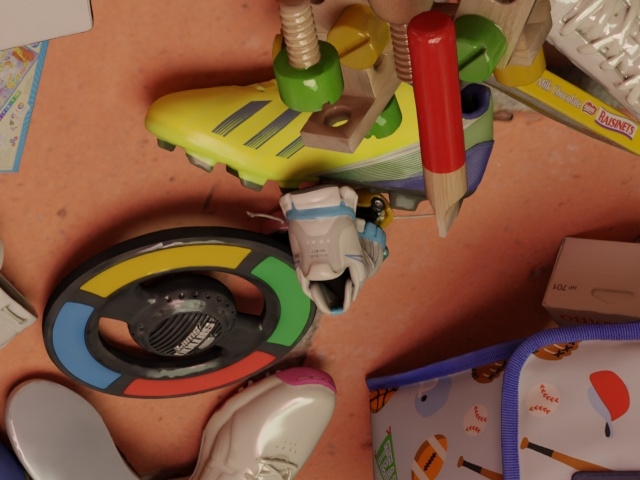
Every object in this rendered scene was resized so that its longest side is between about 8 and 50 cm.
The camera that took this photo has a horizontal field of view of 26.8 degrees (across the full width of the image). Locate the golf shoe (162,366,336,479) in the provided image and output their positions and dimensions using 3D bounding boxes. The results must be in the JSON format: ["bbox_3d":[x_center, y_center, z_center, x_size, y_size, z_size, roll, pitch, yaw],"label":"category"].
[{"bbox_3d":[-0.076,0.252,1.276,0.115,0.140,0.306,21,119,-38],"label":"golf shoe"}]

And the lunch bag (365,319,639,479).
[{"bbox_3d":[0.222,0.253,1.182,0.239,0.328,0.385,13,159,-38],"label":"lunch bag"}]

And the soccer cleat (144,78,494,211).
[{"bbox_3d":[0.005,-0.095,1.021,0.289,0.093,0.121,6,106,-28],"label":"soccer cleat"}]

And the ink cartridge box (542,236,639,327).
[{"bbox_3d":[0.316,0.080,1.290,0.191,0.139,0.082,48,57,-46],"label":"ink cartridge box"}]

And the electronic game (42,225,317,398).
[{"bbox_3d":[-0.114,0.064,1.112,0.229,0.048,0.229,-10,143,-8],"label":"electronic game"}]

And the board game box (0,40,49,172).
[{"bbox_3d":[-0.243,-0.100,0.893,0.103,0.026,0.154,-3,146,-25],"label":"board game box"}]

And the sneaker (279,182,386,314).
[{"bbox_3d":[0.009,0.020,1.031,0.071,0.083,0.190,-8,166,12],"label":"sneaker"}]

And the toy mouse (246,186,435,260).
[{"bbox_3d":[0.000,0.000,1.135,0.161,0.031,0.143,6,143,-24],"label":"toy mouse"}]

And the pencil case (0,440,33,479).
[{"bbox_3d":[-0.333,0.190,1.095,0.133,0.119,0.306,-48,140,-13],"label":"pencil case"}]

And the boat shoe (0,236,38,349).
[{"bbox_3d":[-0.272,0.011,0.988,0.076,0.083,0.226,-31,153,-11],"label":"boat shoe"}]

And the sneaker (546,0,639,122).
[{"bbox_3d":[0.238,-0.164,1.004,0.305,0.152,0.114,25,119,-40],"label":"sneaker"}]

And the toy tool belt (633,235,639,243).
[{"bbox_3d":[0.346,0.005,1.312,0.083,0.052,0.051,-30,166,5],"label":"toy tool belt"}]

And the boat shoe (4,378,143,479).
[{"bbox_3d":[-0.206,0.207,1.202,0.228,0.076,0.080,48,69,-26],"label":"boat shoe"}]

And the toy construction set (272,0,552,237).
[{"bbox_3d":[0.058,-0.122,0.825,0.257,0.309,0.237,-4,134,8],"label":"toy construction set"}]

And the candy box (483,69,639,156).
[{"bbox_3d":[0.174,-0.117,1.055,0.206,0.105,0.027,21,95,-40],"label":"candy box"}]

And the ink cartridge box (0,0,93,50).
[{"bbox_3d":[-0.305,-0.148,0.736,0.332,0.165,0.065,-13,138,-13],"label":"ink cartridge box"}]
